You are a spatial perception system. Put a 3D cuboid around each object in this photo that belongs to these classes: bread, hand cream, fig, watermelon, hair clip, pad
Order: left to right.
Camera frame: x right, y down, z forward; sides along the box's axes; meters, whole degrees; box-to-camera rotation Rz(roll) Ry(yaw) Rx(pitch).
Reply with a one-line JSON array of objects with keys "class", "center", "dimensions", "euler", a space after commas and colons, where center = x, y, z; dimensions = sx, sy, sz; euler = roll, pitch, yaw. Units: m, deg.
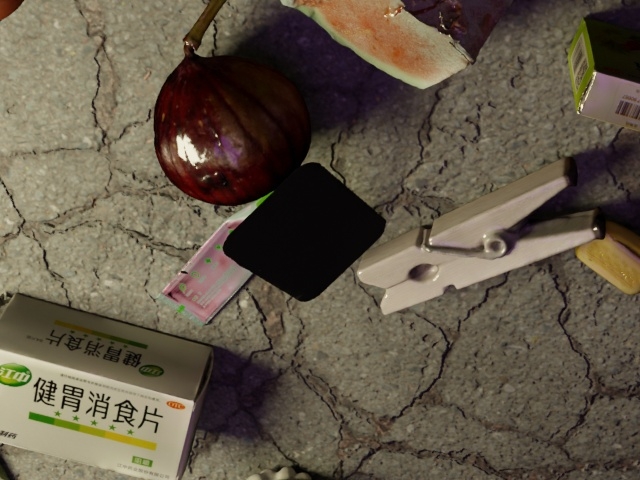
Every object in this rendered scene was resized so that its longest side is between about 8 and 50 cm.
[{"class": "fig", "center": [-0.134, -0.163, 1.605], "dimensions": [0.204, 0.186, 0.249], "euler": [-9, 132, 32]}, {"class": "hand cream", "center": [-0.123, 0.023, 1.811], "dimensions": [0.079, 0.050, 0.275], "euler": [49, 124, 7]}, {"class": "pad", "center": [-0.085, 0.031, 1.711], "dimensions": [0.323, 0.055, 0.250], "euler": [-28, 150, 16]}, {"class": "watermelon", "center": [0.063, -0.322, 1.491], "dimensions": [0.305, 0.180, 0.224], "euler": [36, 108, -16]}, {"class": "hair clip", "center": [0.209, 0.002, 1.725], "dimensions": [0.331, 0.085, 0.101], "euler": [-24, 113, 22]}, {"class": "bread", "center": [0.401, 0.017, 1.726], "dimensions": [0.115, 0.056, 0.082], "euler": [35, 140, 4]}]

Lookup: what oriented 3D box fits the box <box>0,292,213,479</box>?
[{"class": "box", "center": [-0.337, 0.216, 1.894], "dimensions": [0.333, 0.145, 0.173], "euler": [15, 120, -2]}]

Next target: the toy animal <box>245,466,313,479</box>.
[{"class": "toy animal", "center": [-0.061, 0.447, 1.993], "dimensions": [0.208, 0.156, 0.204], "euler": [8, 120, -17]}]

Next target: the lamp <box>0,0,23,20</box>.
[{"class": "lamp", "center": [-0.436, -0.341, 1.561], "dimensions": [0.188, 0.164, 0.187], "euler": [17, 124, 27]}]

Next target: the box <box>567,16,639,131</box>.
[{"class": "box", "center": [0.430, -0.177, 1.535], "dimensions": [0.261, 0.175, 0.062], "euler": [15, 121, -3]}]

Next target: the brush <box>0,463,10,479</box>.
[{"class": "brush", "center": [-0.499, 0.390, 2.085], "dimensions": [0.030, 0.033, 0.178], "euler": [-17, 118, 10]}]
